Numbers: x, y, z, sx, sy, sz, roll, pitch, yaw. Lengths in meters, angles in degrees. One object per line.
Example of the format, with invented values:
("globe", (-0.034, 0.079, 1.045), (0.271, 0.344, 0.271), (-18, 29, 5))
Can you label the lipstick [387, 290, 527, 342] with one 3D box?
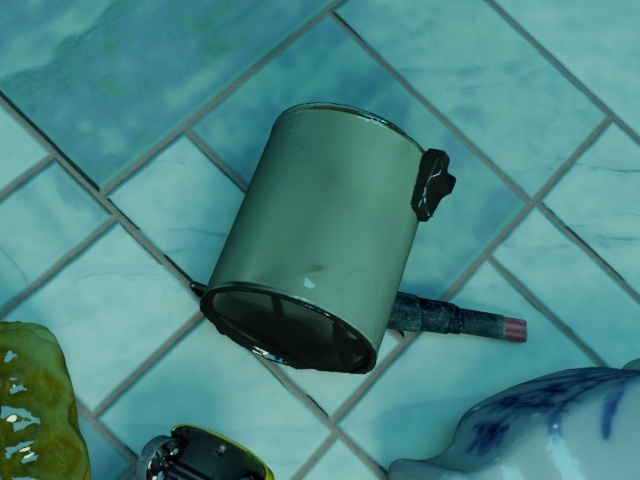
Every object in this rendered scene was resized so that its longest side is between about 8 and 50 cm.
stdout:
("lipstick", (0.170, 0.107, 1.346), (0.234, 0.053, 0.053), (12, 66, -16))

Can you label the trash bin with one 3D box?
("trash bin", (0.000, 0.000, 1.240), (0.277, 0.217, 0.262), (5, 61, 26))

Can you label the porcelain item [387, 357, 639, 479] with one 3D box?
("porcelain item", (0.293, 0.261, 1.213), (0.405, 0.242, 0.178), (-19, 94, -25))

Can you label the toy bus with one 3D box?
("toy bus", (-0.168, 0.365, 1.063), (0.145, 0.151, 0.331), (18, 64, 32))

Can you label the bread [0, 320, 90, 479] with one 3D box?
("bread", (-0.336, 0.211, 1.107), (0.152, 0.130, 0.267), (-10, 71, -16))
